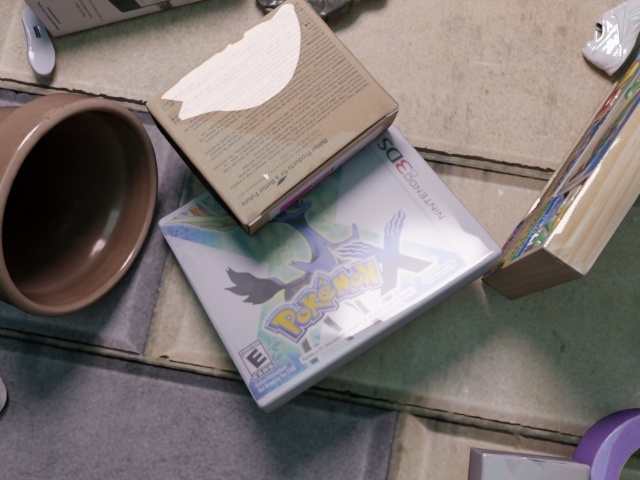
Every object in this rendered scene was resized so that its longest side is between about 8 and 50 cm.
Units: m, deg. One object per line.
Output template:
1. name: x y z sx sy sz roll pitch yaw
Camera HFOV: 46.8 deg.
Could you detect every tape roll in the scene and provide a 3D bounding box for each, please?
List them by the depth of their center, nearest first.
1. tape roll: 0.398 0.294 0.871 0.189 0.080 0.188 0 80 2

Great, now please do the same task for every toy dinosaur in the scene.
1. toy dinosaur: -0.028 -0.331 1.014 0.268 0.064 0.118 -35 87 -2

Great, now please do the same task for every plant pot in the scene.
1. plant pot: -0.366 -0.066 0.895 0.229 0.263 0.262 19 80 23

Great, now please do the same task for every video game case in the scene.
1. video game case: 0.000 0.000 0.910 0.329 0.036 0.300 -33 60 -4

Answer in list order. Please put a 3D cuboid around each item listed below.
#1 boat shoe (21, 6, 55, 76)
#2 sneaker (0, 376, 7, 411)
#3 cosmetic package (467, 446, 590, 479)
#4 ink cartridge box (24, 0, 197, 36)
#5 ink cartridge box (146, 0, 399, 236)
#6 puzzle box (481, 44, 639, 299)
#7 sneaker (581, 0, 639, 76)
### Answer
1. boat shoe: -0.393 -0.270 1.024 0.035 0.035 0.100 -16 83 -25
2. sneaker: -0.490 0.129 0.913 0.234 0.106 0.078 44 83 9
3. cosmetic package: 0.230 0.366 0.853 0.127 0.107 0.237 8 77 3
4. ink cartridge box: -0.262 -0.427 1.005 0.289 0.121 0.211 -16 80 -2
5. ink cartridge box: -0.057 -0.151 0.899 0.235 0.088 0.193 -38 85 -9
6. puzzle box: 0.344 -0.119 0.855 0.052 0.272 0.408 35 81 6
7. sneaker: 0.409 -0.298 0.997 0.061 0.053 0.152 32 82 10
